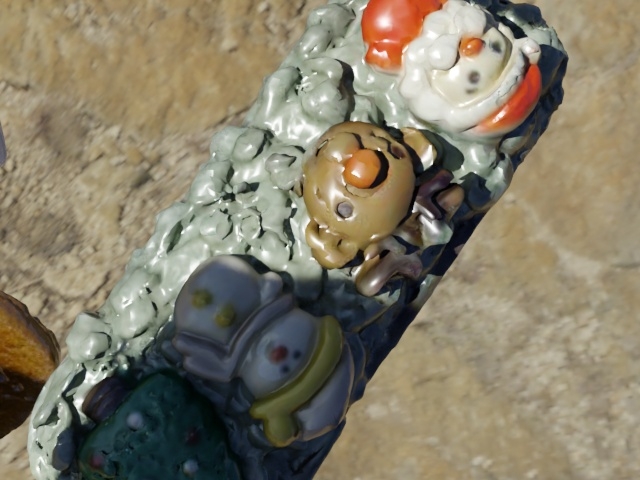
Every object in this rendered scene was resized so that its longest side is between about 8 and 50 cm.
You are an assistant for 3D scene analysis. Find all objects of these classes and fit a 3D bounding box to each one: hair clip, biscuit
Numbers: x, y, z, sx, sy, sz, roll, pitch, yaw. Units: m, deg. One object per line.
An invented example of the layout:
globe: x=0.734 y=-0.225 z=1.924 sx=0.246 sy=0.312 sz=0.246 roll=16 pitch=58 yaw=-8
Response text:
hair clip: x=0.000 y=0.001 z=0.619 sx=0.138 sy=0.091 sz=0.321 roll=36 pitch=79 yaw=-11
biscuit: x=-0.370 y=0.104 z=1.191 sx=0.257 sy=0.273 sz=0.049 roll=45 pitch=28 yaw=-37

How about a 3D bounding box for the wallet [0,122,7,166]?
wallet: x=-0.299 y=-0.138 z=1.091 sx=0.095 sy=0.033 sz=0.190 roll=10 pitch=61 yaw=-60
